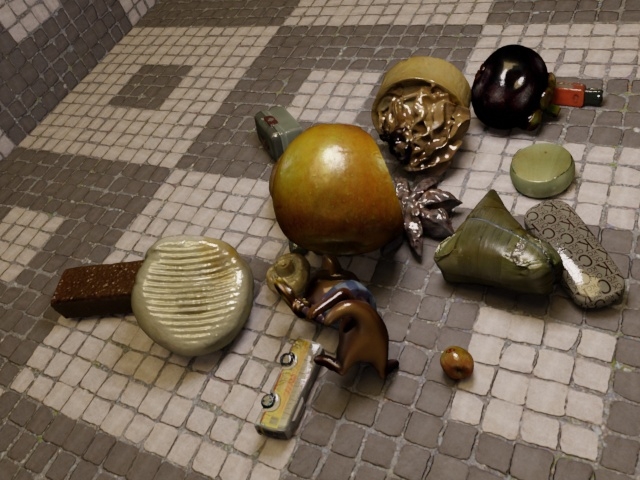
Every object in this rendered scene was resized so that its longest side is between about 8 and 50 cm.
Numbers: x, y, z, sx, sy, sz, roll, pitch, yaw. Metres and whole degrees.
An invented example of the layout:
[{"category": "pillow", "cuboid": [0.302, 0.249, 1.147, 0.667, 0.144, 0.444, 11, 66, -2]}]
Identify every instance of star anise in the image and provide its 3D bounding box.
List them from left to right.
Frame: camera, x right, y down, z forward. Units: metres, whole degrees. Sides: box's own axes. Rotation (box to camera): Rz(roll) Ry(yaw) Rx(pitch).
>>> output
[{"category": "star anise", "cuboid": [0.273, -0.088, 1.774, 0.331, 0.118, 0.332, -8, 54, 11]}]

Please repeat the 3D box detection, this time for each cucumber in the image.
[{"category": "cucumber", "cuboid": [-0.074, -0.004, 1.864, 0.064, 0.064, 0.112, -11, 48, 11]}]

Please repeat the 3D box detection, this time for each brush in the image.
[{"category": "brush", "cuboid": [0.791, -0.504, 1.975, 0.323, 0.070, 0.051, 18, 58, 35]}]

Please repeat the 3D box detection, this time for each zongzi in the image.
[{"category": "zongzi", "cuboid": [0.532, -0.017, 1.586, 0.322, 0.160, 0.360, 12, 49, 38]}]

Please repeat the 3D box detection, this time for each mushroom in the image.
[{"category": "mushroom", "cuboid": [-0.095, 0.105, 1.746, 0.147, 0.112, 0.148, -12, 39, 10]}]

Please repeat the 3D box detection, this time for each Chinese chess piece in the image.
[{"category": "Chinese chess piece", "cuboid": [0.674, -0.213, 1.762, 0.188, 0.083, 0.189, -13, 46, 13]}]

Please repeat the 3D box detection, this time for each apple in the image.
[{"category": "apple", "cuboid": [0.053, -0.138, 1.611, 0.374, 0.383, 0.375, -18, 67, 50]}, {"category": "apple", "cuboid": [0.340, 0.303, 1.440, 0.083, 0.084, 0.071, -5, 33, 16]}]

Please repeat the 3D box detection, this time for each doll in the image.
[{"category": "doll", "cuboid": [0.049, 0.204, 1.530, 0.209, 0.318, 0.340, -45, 34, 10]}]

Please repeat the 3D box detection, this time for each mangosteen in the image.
[{"category": "mangosteen", "cuboid": [0.652, -0.487, 1.908, 0.302, 0.275, 0.275, 26, 58, -2]}]

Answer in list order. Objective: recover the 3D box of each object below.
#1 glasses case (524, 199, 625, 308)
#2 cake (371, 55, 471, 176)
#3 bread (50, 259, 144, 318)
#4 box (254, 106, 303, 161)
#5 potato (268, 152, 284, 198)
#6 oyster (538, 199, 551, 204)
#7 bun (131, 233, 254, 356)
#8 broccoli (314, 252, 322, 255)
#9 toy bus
[{"category": "glasses case", "cuboid": [0.670, 0.028, 1.549, 0.137, 0.085, 0.355, -22, 48, 5]}, {"category": "cake", "cuboid": [0.313, -0.377, 1.868, 0.332, 0.332, 0.321, 2, 51, 22]}, {"category": "bread", "cuboid": [-0.669, 0.158, 1.911, 0.416, 0.113, 0.165, -6, 50, 13]}, {"category": "box", "cuboid": [-0.153, -0.401, 2.181, 0.129, 0.148, 0.210, -23, 46, -15]}, {"category": "potato", "cuboid": [-0.068, -0.186, 1.920, 0.237, 0.301, 0.288, -7, 12, 41]}, {"category": "oyster", "cuboid": [0.658, -0.094, 1.703, 0.083, 0.019, 0.054, -29, 47, -5]}, {"category": "bun", "cuboid": [-0.374, 0.164, 1.716, 0.364, 0.219, 0.366, 1, 76, -6]}, {"category": "broccoli", "cuboid": [0.000, 0.000, 1.817, 0.095, 0.092, 0.097, 10, 29, 30]}, {"category": "toy bus", "cuboid": [-0.077, 0.388, 1.518, 0.106, 0.092, 0.268, 15, 56, 18]}]
